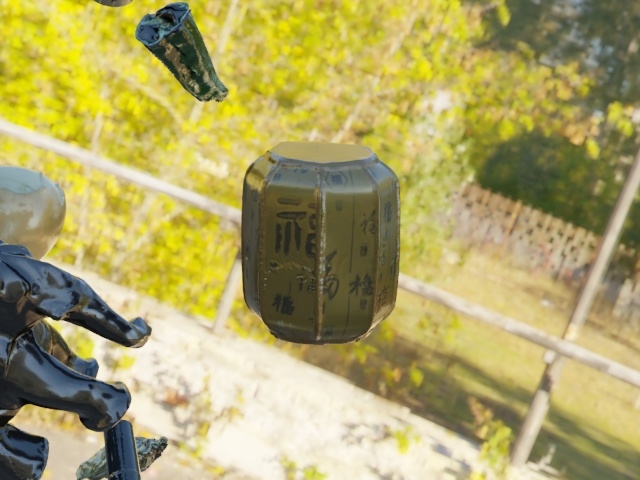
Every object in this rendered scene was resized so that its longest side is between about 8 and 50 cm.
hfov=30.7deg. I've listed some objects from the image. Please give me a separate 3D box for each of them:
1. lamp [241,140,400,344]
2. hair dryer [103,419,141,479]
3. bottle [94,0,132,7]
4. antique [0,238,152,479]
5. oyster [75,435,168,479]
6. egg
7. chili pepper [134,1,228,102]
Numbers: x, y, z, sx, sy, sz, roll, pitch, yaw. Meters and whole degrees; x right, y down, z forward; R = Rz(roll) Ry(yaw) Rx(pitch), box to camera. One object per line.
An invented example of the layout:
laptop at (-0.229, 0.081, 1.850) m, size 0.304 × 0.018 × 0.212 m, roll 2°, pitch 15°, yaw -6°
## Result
lamp at (0.000, 0.000, 1.147) m, size 0.161 × 0.185 × 0.161 m, roll 0°, pitch 17°, yaw 0°
hair dryer at (-0.272, 0.379, 1.670) m, size 0.050 × 0.195 × 0.173 m, roll -7°, pitch 45°, yaw -8°
bottle at (-0.335, -0.465, 1.906) m, size 0.098 × 0.152 × 0.099 m, roll 11°, pitch 49°, yaw -13°
antique at (-0.374, 0.137, 1.293) m, size 0.255 × 0.322 × 0.185 m, roll 46°, pitch 20°, yaw -27°
oyster at (-0.386, 0.426, 2.281) m, size 0.177 × 0.125 × 0.064 m, roll -9°, pitch 50°, yaw -27°
egg at (-0.586, -0.029, 2.146) m, size 0.201 × 0.244 × 0.201 m, roll 27°, pitch -17°, yaw 9°
chili pepper at (-0.181, -0.259, 1.694) m, size 0.059 × 0.088 × 0.227 m, roll 68°, pitch 9°, yaw 27°
